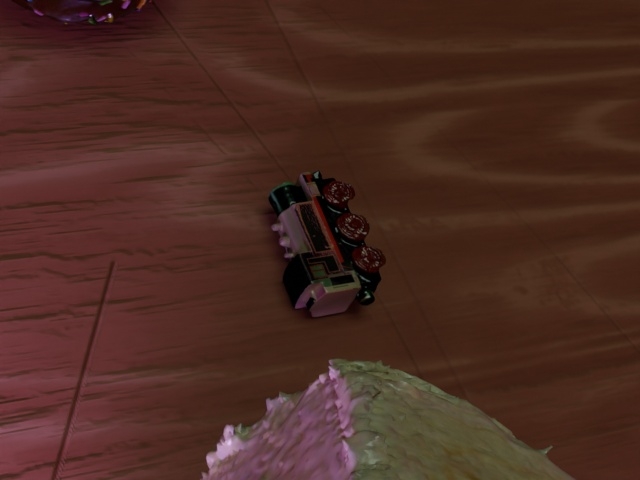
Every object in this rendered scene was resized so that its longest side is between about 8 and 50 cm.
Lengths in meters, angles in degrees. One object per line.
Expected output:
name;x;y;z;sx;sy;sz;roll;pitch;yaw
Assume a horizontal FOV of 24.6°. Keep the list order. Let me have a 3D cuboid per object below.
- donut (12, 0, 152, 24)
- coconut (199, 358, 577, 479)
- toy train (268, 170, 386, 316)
donut;-0.228;-0.296;1.379;0.216;0.096;0.230;36;48;-1
coconut;0.048;0.312;0.872;0.404;0.404;0.405;13;51;-17
toy train;0.000;0.000;1.301;0.087;0.050;0.138;-8;60;-27
